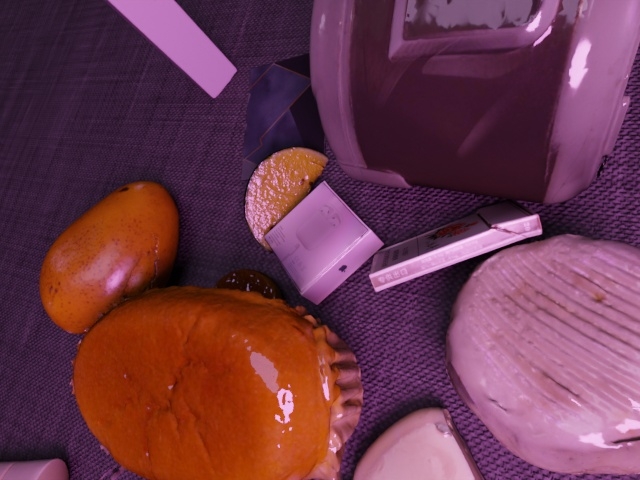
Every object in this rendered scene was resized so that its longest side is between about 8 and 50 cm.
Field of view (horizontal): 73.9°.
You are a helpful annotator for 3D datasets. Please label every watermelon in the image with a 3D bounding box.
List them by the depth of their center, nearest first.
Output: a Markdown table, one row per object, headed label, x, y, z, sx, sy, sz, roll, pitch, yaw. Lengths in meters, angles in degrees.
| label | x | y | z | sx | sy | sz | roll | pitch | yaw |
| --- | --- | --- | --- | --- | --- | --- | --- | --- | --- |
| watermelon | -0.075 | -0.085 | 0.677 | 0.092 | 0.075 | 0.181 | 33 | 88 | 24 |

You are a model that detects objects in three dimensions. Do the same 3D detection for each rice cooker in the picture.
| label | x | y | z | sx | sy | sz | roll | pitch | yaw |
| --- | --- | --- | --- | --- | --- | --- | --- | --- | --- |
| rice cooker | 0.160 | -0.217 | 0.482 | 0.326 | 0.335 | 0.334 | 14 | 80 | 27 |

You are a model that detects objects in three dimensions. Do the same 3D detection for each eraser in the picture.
| label | x | y | z | sx | sy | sz | roll | pitch | yaw |
| --- | --- | --- | --- | --- | --- | --- | --- | --- | --- |
| eraser | -0.271 | -0.372 | 0.731 | 0.078 | 0.298 | 0.076 | 41 | 92 | 30 |

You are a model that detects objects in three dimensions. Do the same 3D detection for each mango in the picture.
| label | x | y | z | sx | sy | sz | roll | pitch | yaw |
| --- | --- | --- | --- | --- | --- | --- | --- | --- | --- |
| mango | -0.338 | 0.024 | 0.721 | 0.191 | 0.160 | 0.290 | 12 | 69 | 33 |

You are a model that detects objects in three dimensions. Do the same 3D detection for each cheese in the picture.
| label | x | y | z | sx | sy | sz | roll | pitch | yaw |
| --- | --- | --- | --- | --- | --- | --- | --- | --- | --- |
| cheese | 0.067 | 0.304 | 0.507 | 0.252 | 0.054 | 0.127 | -32 | 60 | 11 |

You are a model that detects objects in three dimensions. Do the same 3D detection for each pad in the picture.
| label | x | y | z | sx | sy | sz | roll | pitch | yaw |
| --- | --- | --- | --- | --- | --- | --- | --- | --- | --- |
| pad | -0.065 | -0.227 | 0.762 | 0.164 | 0.004 | 0.242 | -6 | 72 | 22 |

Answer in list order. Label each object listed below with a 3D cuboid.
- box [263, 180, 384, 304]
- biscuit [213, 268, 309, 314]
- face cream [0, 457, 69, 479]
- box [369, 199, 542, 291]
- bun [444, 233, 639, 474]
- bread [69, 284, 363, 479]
| label | x | y | z | sx | sy | sz | roll | pitch | yaw |
| --- | --- | --- | --- | --- | --- | --- | --- | --- | --- |
| box | 0.000 | 0.000 | 0.621 | 0.129 | 0.051 | 0.130 | -43 | 51 | 5 |
| biscuit | -0.094 | 0.148 | 0.634 | 0.180 | 0.039 | 0.236 | -38 | 63 | 12 |
| face cream | -0.573 | 0.468 | 0.712 | 0.349 | 0.081 | 0.173 | -13 | 69 | 19 |
| box | 0.159 | 0.003 | 0.535 | 0.199 | 0.109 | 0.029 | -23 | 99 | 16 |
| bun | 0.246 | 0.115 | 0.436 | 0.239 | 0.141 | 0.238 | -22 | 43 | 22 |
| bread | -0.145 | 0.172 | 0.527 | 0.389 | 0.183 | 0.235 | -9 | 72 | 24 |
